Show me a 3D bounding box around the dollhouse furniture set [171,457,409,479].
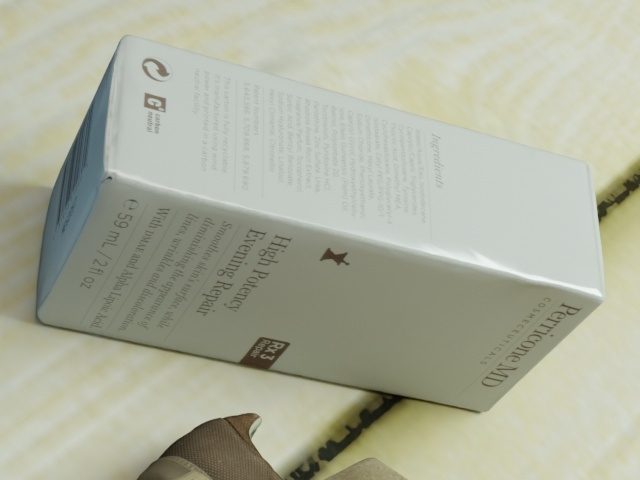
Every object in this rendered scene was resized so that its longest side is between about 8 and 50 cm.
[{"bbox_3d":[-0.010,0.180,0.455,0.135,0.262,0.259,-20,37,-40],"label":"dollhouse furniture set"}]

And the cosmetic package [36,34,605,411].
[{"bbox_3d":[0.000,0.000,0.668,0.231,0.117,0.086,14,52,-18],"label":"cosmetic package"}]

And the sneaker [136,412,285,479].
[{"bbox_3d":[0.012,0.143,0.602,0.188,0.066,0.071,45,47,6],"label":"sneaker"}]
